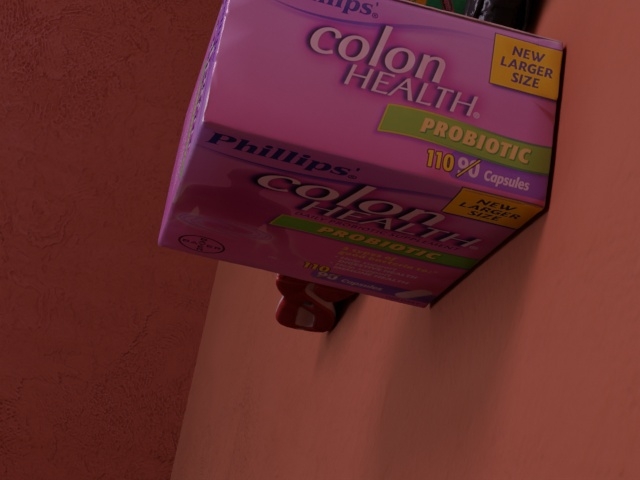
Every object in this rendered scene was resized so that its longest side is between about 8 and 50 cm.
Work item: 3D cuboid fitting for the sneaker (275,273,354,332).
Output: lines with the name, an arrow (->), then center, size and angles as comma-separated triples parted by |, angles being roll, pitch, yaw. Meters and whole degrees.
sneaker -> 0.000, 0.000, 1.290 | 0.221, 0.087, 0.128 | 123, 157, -62

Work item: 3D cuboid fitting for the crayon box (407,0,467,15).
crayon box -> 0.123, -0.297, 0.966 | 0.278, 0.081, 0.165 | 132, 150, -71

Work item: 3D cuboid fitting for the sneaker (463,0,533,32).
sneaker -> 0.130, -0.177, 0.863 | 0.170, 0.051, 0.089 | 130, 152, -81

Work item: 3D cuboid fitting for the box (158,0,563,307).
box -> 0.016, -0.059, 0.862 | 0.243, 0.214, 0.117 | 127, 155, -67
